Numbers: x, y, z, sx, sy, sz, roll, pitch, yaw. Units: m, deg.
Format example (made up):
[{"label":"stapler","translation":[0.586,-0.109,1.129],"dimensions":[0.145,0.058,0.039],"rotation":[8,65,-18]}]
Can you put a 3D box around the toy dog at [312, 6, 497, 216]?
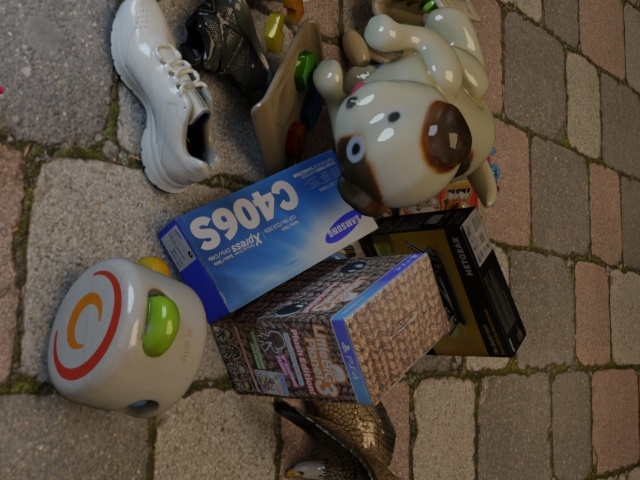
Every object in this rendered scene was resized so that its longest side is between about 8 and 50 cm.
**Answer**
[{"label":"toy dog","translation":[0.147,-0.185,1.314],"dimensions":[0.395,0.285,0.408],"rotation":[64,26,-10]}]

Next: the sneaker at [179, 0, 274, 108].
[{"label":"sneaker","translation":[-0.153,-0.284,1.250],"dimensions":[0.130,0.087,0.227],"rotation":[-39,134,-19]}]

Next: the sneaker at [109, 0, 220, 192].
[{"label":"sneaker","translation":[-0.216,-0.222,1.131],"dimensions":[0.111,0.129,0.297],"rotation":[-26,104,-45]}]

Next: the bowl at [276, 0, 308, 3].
[{"label":"bowl","translation":[-0.117,-0.528,1.272],"dimensions":[0.298,0.134,0.297],"rotation":[7,81,-49]}]

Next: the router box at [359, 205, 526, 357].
[{"label":"router box","translation":[0.243,0.090,1.526],"dimensions":[0.081,0.243,0.308],"rotation":[-46,118,-41]}]

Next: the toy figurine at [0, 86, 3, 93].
[{"label":"toy figurine","translation":[-0.457,-0.174,0.894],"dimensions":[0.173,0.130,0.159],"rotation":[41,38,-8]}]

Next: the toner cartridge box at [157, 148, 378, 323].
[{"label":"toner cartridge box","translation":[-0.074,-0.016,1.246],"dimensions":[0.348,0.075,0.165],"rotation":[-30,90,-39]}]

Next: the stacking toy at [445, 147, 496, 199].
[{"label":"stacking toy","translation":[0.275,-0.083,1.667],"dimensions":[0.165,0.175,0.301],"rotation":[-78,172,-76]}]

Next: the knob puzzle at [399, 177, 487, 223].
[{"label":"knob puzzle","translation":[0.256,-0.038,1.609],"dimensions":[0.213,0.213,0.030],"rotation":[60,15,-25]}]

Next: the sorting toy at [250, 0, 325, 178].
[{"label":"sorting toy","translation":[-0.045,-0.260,1.284],"dimensions":[0.307,0.041,0.229],"rotation":[81,31,-55]}]

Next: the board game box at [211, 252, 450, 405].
[{"label":"board game box","translation":[0.015,0.136,1.227],"dimensions":[0.232,0.291,0.141],"rotation":[-34,111,-46]}]

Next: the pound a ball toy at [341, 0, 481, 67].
[{"label":"pound a ball toy","translation":[0.180,-0.468,1.605],"dimensions":[0.135,0.208,0.319],"rotation":[60,29,7]}]

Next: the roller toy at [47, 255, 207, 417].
[{"label":"roller toy","translation":[-0.250,0.130,1.008],"dimensions":[0.146,0.209,0.191],"rotation":[29,100,-43]}]

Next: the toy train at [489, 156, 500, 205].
[{"label":"toy train","translation":[0.361,-0.157,1.812],"dimensions":[0.184,0.080,0.105],"rotation":[36,66,-40]}]

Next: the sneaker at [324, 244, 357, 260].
[{"label":"sneaker","translation":[0.000,0.000,1.409],"dimensions":[0.188,0.067,0.078],"rotation":[35,39,-38]}]

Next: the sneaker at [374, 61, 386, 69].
[{"label":"sneaker","translation":[0.202,-0.296,1.590],"dimensions":[0.237,0.086,0.085],"rotation":[19,47,-25]}]

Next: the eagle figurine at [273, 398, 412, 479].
[{"label":"eagle figurine","translation":[0.041,0.362,1.315],"dimensions":[0.225,0.226,0.298],"rotation":[-15,103,-28]}]
